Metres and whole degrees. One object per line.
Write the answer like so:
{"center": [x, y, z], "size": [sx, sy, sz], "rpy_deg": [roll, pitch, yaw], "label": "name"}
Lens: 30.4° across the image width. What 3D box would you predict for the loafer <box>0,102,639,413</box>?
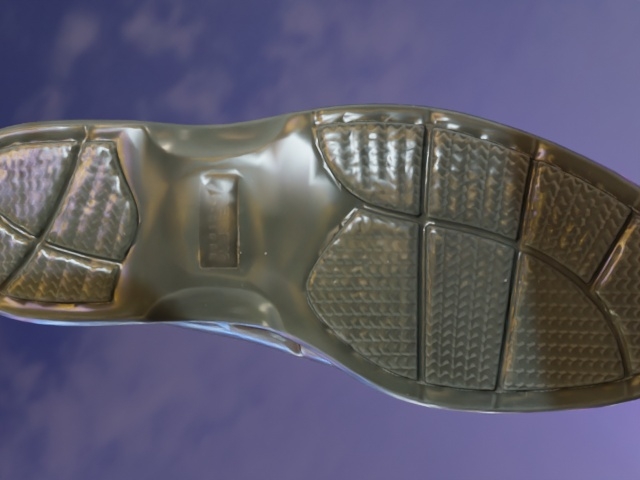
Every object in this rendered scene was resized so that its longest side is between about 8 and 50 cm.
{"center": [0.000, 0.000, 0.421], "size": [0.084, 0.268, 0.096], "rpy_deg": [7, -89, -75], "label": "loafer"}
